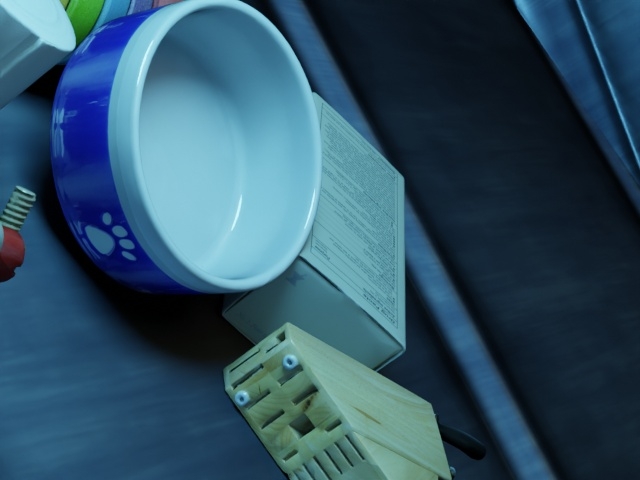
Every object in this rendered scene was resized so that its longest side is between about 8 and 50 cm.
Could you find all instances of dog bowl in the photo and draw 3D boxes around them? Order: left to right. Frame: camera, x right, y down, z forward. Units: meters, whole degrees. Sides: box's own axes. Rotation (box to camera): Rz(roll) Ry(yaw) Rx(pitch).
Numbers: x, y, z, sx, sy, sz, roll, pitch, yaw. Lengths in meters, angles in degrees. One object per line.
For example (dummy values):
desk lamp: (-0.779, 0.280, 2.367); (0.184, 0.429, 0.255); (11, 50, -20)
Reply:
dog bowl: (-0.116, -0.082, 1.478); (0.265, 0.104, 0.265); (9, 79, -52)

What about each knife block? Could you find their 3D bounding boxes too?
knife block: (0.055, 0.187, 1.579); (0.275, 0.088, 0.242); (54, 24, 3)

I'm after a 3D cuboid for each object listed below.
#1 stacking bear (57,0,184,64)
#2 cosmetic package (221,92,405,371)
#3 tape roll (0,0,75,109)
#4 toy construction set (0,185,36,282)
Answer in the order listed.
stacking bear: (-0.277, -0.240, 1.490); (0.289, 0.164, 0.175); (6, 51, -52)
cosmetic package: (0.000, 0.000, 1.697); (0.160, 0.113, 0.309); (43, 28, -22)
tape roll: (-0.326, -0.188, 1.236); (0.246, 0.169, 0.246); (50, 8, -9)
toy construction set: (-0.326, 0.040, 1.051); (0.257, 0.237, 0.309); (27, 3, 13)
